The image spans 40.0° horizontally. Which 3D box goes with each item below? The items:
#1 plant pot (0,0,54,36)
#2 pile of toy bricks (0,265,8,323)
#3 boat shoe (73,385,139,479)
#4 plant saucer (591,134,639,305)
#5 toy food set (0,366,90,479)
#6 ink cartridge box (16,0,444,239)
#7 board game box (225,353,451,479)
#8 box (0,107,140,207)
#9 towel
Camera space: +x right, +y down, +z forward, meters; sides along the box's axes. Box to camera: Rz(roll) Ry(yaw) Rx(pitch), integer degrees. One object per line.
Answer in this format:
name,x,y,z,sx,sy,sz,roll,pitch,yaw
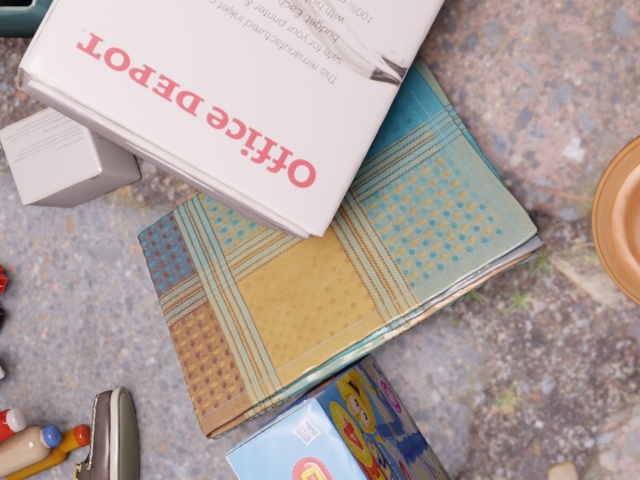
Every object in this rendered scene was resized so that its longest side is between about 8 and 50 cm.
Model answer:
plant pot,-0.305,-0.286,0.897,0.165,0.234,0.166,3,89,10
pile of toy bricks,-0.444,0.084,0.998,0.105,0.118,0.212,44,111,43
boat shoe,-0.235,0.273,0.952,0.068,0.081,0.228,-2,91,7
plant saucer,0.357,-0.016,0.833,0.199,0.037,0.200,5,100,27
toy food set,-0.348,0.168,0.924,0.104,0.111,0.232,-24,111,8
ink cartridge box,-0.053,-0.239,0.797,0.285,0.166,0.395,30,83,-19
board game box,0.071,0.266,0.781,0.086,0.302,0.308,-34,84,9
box,-0.269,-0.092,0.954,0.101,0.101,0.087,-22,85,11
towel,0.000,0.000,0.884,0.370,0.040,0.271,-32,56,11
